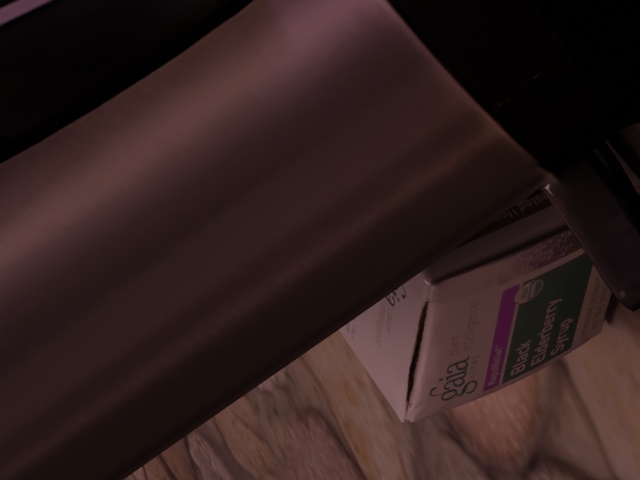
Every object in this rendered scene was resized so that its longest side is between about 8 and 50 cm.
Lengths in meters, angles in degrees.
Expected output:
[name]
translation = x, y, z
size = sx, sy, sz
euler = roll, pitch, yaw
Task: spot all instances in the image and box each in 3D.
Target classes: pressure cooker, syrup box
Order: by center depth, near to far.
[pressure cooker]
translation = -0.096, -0.130, 0.499
size = 0.370, 0.420, 0.375
euler = 42, -163, -49
[syrup box]
translation = 0.016, -0.055, 0.725
size = 0.237, 0.096, 0.093
euler = 54, 157, 30
